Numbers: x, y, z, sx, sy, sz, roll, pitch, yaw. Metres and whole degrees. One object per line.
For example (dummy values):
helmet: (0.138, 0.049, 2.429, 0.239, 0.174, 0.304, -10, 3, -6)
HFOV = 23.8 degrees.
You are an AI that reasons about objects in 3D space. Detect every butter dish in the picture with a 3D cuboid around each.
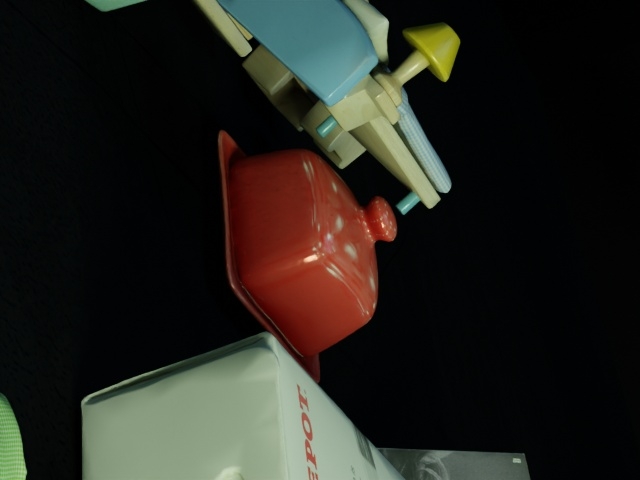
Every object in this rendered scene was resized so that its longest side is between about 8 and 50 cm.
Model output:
butter dish: (0.000, 0.000, 1.137, 0.160, 0.118, 0.160, 54, 23, -47)

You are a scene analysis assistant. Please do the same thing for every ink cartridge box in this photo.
ink cartridge box: (-0.010, 0.214, 0.830, 0.289, 0.121, 0.211, 52, 24, -49)

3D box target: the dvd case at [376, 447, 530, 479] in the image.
dvd case: (0.105, 0.261, 1.159, 0.018, 0.164, 0.221, 123, -34, -50)

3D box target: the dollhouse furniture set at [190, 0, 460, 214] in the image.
dollhouse furniture set: (0.058, -0.164, 1.164, 0.303, 0.198, 0.286, 46, -2, 37)

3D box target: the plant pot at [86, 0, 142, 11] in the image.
plant pot: (-0.134, -0.271, 0.941, 0.234, 0.165, 0.166, 65, 14, -48)

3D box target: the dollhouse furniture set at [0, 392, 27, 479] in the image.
dollhouse furniture set: (-0.126, 0.122, 0.658, 0.076, 0.058, 0.152, 23, 50, -71)
